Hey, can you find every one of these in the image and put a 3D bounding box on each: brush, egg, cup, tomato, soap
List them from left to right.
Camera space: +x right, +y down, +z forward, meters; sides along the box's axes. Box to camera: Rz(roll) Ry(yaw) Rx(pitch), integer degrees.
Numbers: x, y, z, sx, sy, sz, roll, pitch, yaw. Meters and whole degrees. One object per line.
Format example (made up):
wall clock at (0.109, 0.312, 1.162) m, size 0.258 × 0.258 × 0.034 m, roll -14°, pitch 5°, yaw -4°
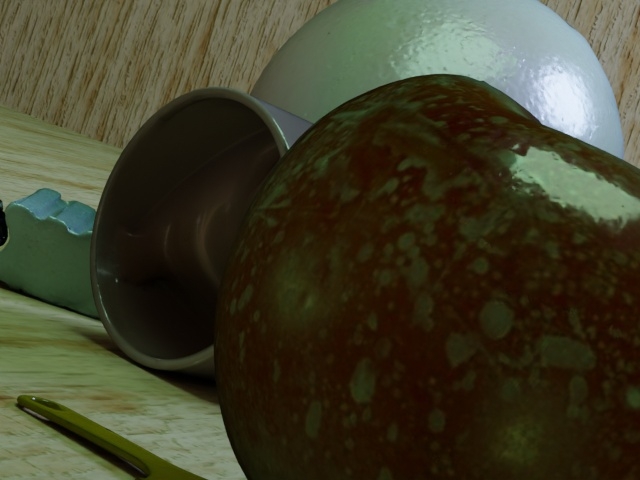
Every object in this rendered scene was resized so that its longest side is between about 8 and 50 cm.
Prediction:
soap at (-0.190, 0.009, 1.525) m, size 0.114 × 0.063 × 0.198 m, roll 20°, pitch 4°, yaw -2°
brush at (-0.089, 0.110, 0.971) m, size 0.083 × 0.011 × 0.205 m, roll 14°, pitch 6°, yaw -44°
cup at (0.000, 0.000, 1.338) m, size 0.253 × 0.191 × 0.200 m, roll -30°, pitch -32°, yaw 34°
egg at (0.068, -0.051, 1.780) m, size 0.354 × 0.354 × 0.340 m, roll 20°, pitch 25°, yaw 23°
tomato at (0.076, 0.064, 0.876) m, size 0.270 × 0.222 × 0.270 m, roll 39°, pitch 0°, yaw 0°

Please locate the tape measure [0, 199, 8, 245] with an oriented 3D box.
tape measure at (-0.308, -0.050, 1.138) m, size 0.245 × 0.149 × 0.231 m, roll 20°, pitch 5°, yaw 15°
